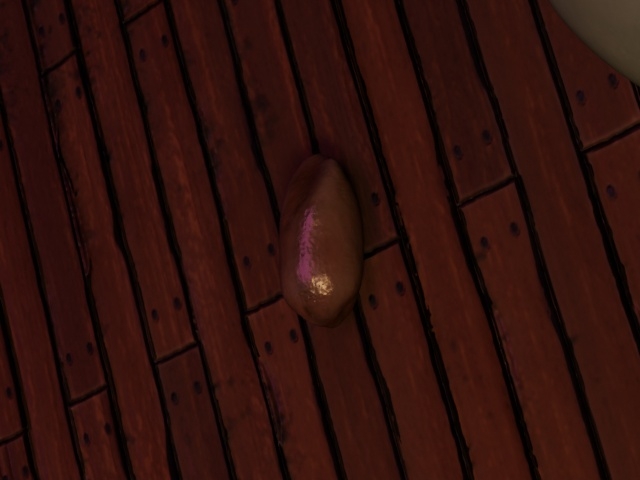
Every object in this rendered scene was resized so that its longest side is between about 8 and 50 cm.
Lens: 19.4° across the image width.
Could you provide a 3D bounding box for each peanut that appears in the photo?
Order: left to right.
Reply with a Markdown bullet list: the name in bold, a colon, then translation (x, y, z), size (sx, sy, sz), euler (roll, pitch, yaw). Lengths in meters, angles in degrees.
- **peanut**: translation (0.000, 0.000, 1.616), size (0.076, 0.076, 0.152), euler (-8, 83, 39)

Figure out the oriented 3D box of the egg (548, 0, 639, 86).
- **egg**: translation (0.301, -0.213, 1.252), size (0.389, 0.276, 0.276), euler (27, 103, 41)
